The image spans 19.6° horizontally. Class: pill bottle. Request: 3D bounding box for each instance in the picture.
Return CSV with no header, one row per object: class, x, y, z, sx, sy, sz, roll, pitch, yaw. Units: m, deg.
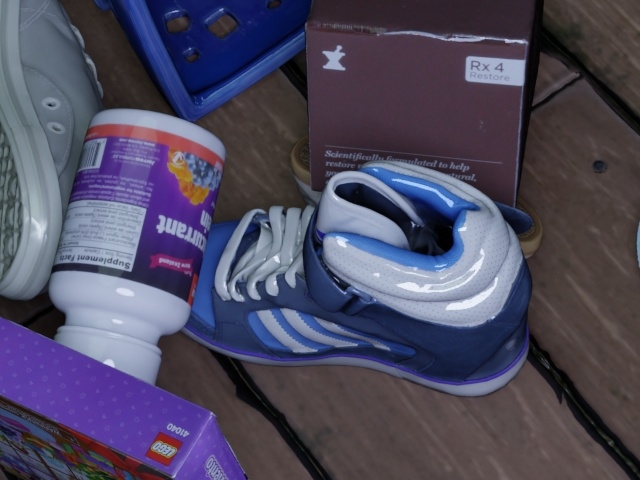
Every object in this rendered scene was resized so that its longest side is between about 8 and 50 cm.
pill bottle,-0.141,0.009,1.382,0.108,0.108,0.193,8,75,18

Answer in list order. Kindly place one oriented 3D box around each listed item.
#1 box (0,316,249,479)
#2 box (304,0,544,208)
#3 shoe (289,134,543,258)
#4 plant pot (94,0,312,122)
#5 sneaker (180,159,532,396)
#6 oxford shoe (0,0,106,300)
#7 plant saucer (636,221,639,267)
box,-0.185,0.137,1.354,0.293,0.201,0.057,21,66,25
box,0.087,-0.156,1.463,0.169,0.167,0.203,7,44,8
shoe,0.076,-0.026,1.493,0.219,0.058,0.076,21,45,20
plant pot,-0.106,-0.285,1.598,0.236,0.236,0.212,-35,51,-10
sneaker,0.000,0.000,1.377,0.323,0.236,0.130,13,62,20
oxford shoe,-0.247,-0.117,1.587,0.130,0.169,0.449,7,40,-29
plant saucer,0.340,0.009,1.414,0.195,0.037,0.195,-6,57,9
